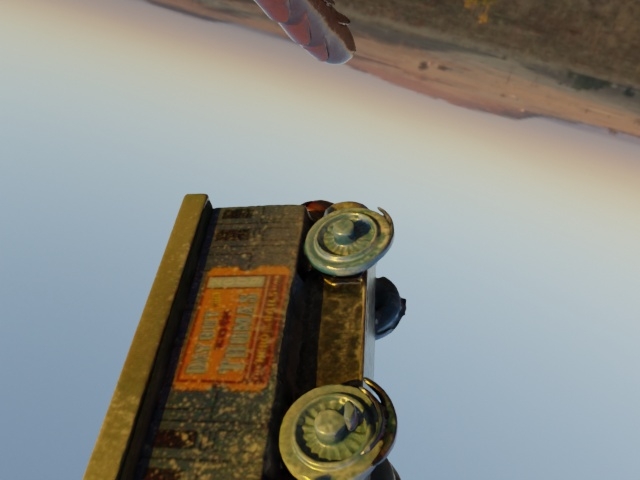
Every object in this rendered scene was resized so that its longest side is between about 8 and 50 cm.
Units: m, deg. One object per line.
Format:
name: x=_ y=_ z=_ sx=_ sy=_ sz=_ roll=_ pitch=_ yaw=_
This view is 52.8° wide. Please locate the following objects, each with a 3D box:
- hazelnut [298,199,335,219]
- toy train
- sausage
hazelnut: x=0.000 y=0.000 z=0.636 sx=0.086 sy=0.086 sz=0.086 roll=15 pitch=-164 yaw=-4
toy train: x=-0.038 y=0.092 z=0.489 sx=0.202 sy=0.131 sz=0.299 roll=-2 pitch=-134 yaw=10
sausage: x=-0.055 y=-0.350 z=0.878 sx=0.088 sy=0.088 sz=0.433 roll=27 pitch=180 yaw=34
